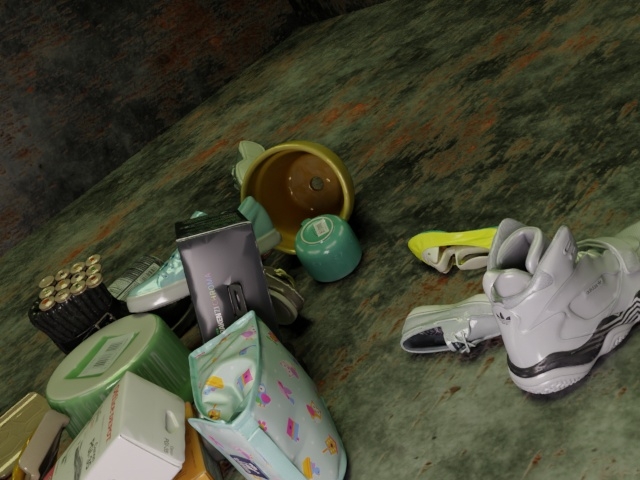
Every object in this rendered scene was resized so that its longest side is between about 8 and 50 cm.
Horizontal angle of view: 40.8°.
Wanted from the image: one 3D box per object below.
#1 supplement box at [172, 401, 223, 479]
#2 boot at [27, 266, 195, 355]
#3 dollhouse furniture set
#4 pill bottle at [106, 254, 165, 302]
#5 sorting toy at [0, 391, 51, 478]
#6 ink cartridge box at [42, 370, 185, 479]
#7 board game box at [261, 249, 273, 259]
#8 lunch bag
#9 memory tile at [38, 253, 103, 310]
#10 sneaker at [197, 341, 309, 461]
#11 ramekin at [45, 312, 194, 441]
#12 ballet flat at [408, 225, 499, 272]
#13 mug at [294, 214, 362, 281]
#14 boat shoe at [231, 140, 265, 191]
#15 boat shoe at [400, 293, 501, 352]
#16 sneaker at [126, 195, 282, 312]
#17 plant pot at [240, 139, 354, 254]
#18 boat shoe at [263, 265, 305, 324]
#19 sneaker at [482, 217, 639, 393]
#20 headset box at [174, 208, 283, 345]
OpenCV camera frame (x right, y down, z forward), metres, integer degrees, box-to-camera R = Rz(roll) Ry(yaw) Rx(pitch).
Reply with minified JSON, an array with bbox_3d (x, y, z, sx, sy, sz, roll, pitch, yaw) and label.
[{"bbox_3d":[-0.219,0.366,1.435,0.078,0.080,0.233,-33,21,-2],"label":"supplement box"},{"bbox_3d":[-0.445,0.145,1.920,0.348,0.260,0.131,-44,28,-28],"label":"boot"},{"bbox_3d":[-0.580,0.438,1.511,0.301,0.151,0.197,-73,8,-53],"label":"dollhouse furniture set"},{"bbox_3d":[-0.468,0.156,2.095,0.130,0.130,0.245,-6,33,44],"label":"pill bottle"},{"bbox_3d":[-0.663,0.430,1.901,0.193,0.038,0.208,-43,30,-26],"label":"sorting toy"},{"bbox_3d":[-0.345,0.380,1.383,0.283,0.117,0.207,-52,19,11],"label":"ink cartridge box"},{"bbox_3d":[-0.207,0.008,2.215,0.281,0.027,0.145,-8,33,42],"label":"board game box"},{"bbox_3d":[-0.080,0.268,1.280,0.160,0.223,0.262,-35,24,4],"label":"lunch bag"},{"bbox_3d":[-0.526,0.086,1.811,0.148,0.012,0.113,-26,35,2],"label":"memory tile"},{"bbox_3d":[-0.106,0.255,1.493,0.163,0.106,0.281,-19,25,18],"label":"sneaker"},{"bbox_3d":[-0.399,0.282,1.730,0.303,0.148,0.303,-25,23,12],"label":"ramekin"},{"bbox_3d":[0.250,0.022,1.585,0.231,0.077,0.077,-7,49,40],"label":"ballet flat"},{"bbox_3d":[0.000,0.007,1.821,0.158,0.097,0.129,6,54,34],"label":"mug"},{"bbox_3d":[-0.211,-0.195,2.590,0.319,0.116,0.099,-102,29,-59],"label":"boat shoe"},{"bbox_3d":[0.222,0.145,1.369,0.228,0.079,0.081,-14,37,44],"label":"boat shoe"},{"bbox_3d":[-0.268,0.023,1.840,0.366,0.150,0.135,-29,5,-24],"label":"sneaker"},{"bbox_3d":[-0.032,-0.117,2.015,0.254,0.254,0.239,-23,8,18],"label":"plant pot"},{"bbox_3d":[-0.113,0.101,1.804,0.097,0.116,0.324,-41,18,-20],"label":"boat shoe"},{"bbox_3d":[0.377,0.031,1.226,0.366,0.210,0.137,-40,25,-21],"label":"sneaker"},{"bbox_3d":[-0.166,0.084,1.522,0.131,0.246,0.283,-15,8,-8],"label":"headset box"}]
